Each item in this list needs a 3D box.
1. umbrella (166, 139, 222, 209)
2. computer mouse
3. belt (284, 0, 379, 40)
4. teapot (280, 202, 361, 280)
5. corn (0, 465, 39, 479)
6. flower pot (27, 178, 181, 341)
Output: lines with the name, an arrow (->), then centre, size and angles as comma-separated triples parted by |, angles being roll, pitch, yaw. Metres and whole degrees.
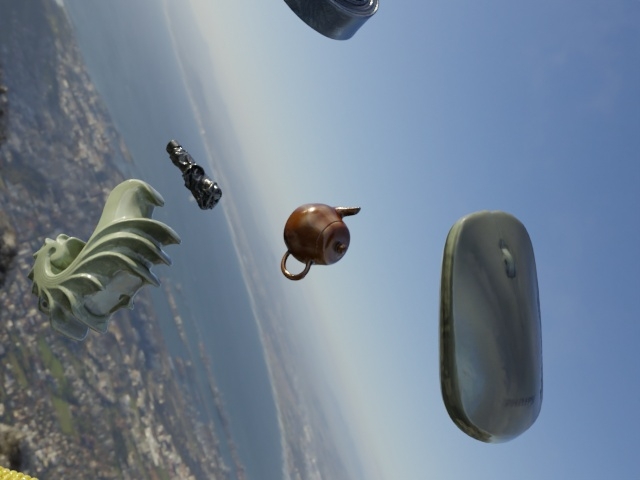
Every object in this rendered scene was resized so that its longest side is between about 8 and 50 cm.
umbrella -> -0.327, -0.174, 1.877 | 0.224, 0.071, 0.080 | 52, -53, 29
computer mouse -> 0.253, 0.121, 1.067 | 0.095, 0.197, 0.331 | -3, -90, 52
belt -> 0.004, -0.417, 1.207 | 0.190, 0.082, 0.141 | 43, 46, -11
teapot -> 0.000, 0.000, 1.282 | 0.116, 0.173, 0.116 | 37, -14, 11
corn -> -0.406, 0.351, 0.939 | 0.122, 0.305, 0.123 | 112, -2, -54
flower pot -> -0.503, 0.043, 1.768 | 0.254, 0.367, 0.164 | 52, 1, 36
